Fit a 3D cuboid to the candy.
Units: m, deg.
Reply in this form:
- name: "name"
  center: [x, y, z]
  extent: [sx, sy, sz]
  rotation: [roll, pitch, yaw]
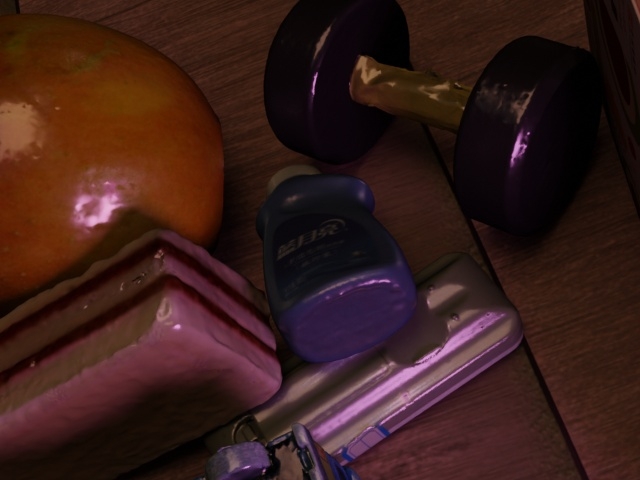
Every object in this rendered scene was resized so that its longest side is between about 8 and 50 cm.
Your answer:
- name: "candy"
  center: [-0.215, 0.134, 1.114]
  extent: [0.321, 0.179, 0.135]
  rotation: [-27, 50, 17]

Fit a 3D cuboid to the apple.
- name: "apple"
  center: [-0.284, -0.073, 1.251]
  extent: [0.374, 0.374, 0.384]
  rotation: [-40, 15, -10]

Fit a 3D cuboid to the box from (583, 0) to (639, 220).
- name: "box"
  center: [0.334, -0.168, 1.048]
  extent: [0.122, 0.385, 0.344]
  rotation: [-14, 54, 10]

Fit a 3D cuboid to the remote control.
- name: "remote control"
  center: [0.039, 0.137, 1.139]
  extent: [0.335, 0.065, 0.128]
  rotation: [-33, 51, -6]

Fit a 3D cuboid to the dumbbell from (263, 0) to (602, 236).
- name: "dumbbell"
  center: [0.118, -0.148, 1.219]
  extent: [0.322, 0.203, 0.203]
  rotation: [23, 67, 30]

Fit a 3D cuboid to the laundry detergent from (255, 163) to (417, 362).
- name: "laundry detergent"
  center: [0.000, 0.000, 1.188]
  extent: [0.143, 0.094, 0.290]
  rotation: [-28, 35, 4]

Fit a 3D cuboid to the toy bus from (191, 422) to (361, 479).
- name: "toy bus"
  center: [-0.104, 0.303, 0.982]
  extent: [0.312, 0.190, 0.152]
  rotation: [-27, 60, 5]
